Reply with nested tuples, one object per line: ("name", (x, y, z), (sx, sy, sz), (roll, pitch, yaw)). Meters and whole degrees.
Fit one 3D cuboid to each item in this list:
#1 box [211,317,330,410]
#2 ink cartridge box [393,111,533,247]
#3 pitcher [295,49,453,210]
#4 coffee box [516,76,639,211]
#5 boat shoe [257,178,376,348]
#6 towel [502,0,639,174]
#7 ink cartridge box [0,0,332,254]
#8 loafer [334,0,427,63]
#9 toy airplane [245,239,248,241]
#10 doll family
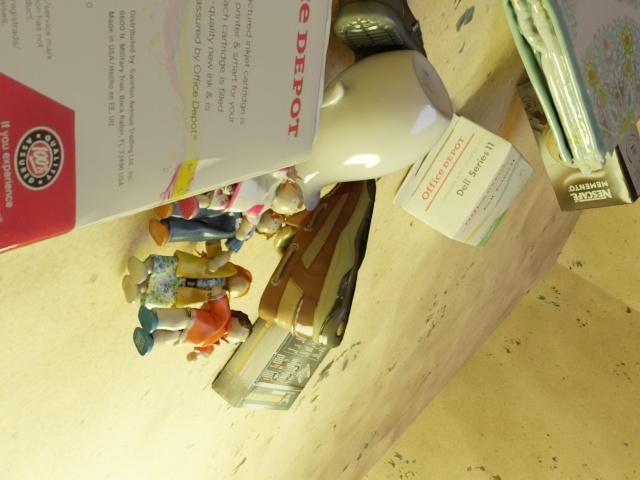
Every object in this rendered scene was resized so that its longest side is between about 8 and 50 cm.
("box", (-0.062, 0.192, 1.187), (0.183, 0.056, 0.231), (-55, 157, 0))
("ink cartridge box", (0.285, -0.108, 1.376), (0.207, 0.119, 0.353), (-59, 157, 10))
("pitcher", (0.022, -0.128, 0.775), (0.207, 0.126, 0.177), (-27, 149, 29))
("coffee box", (0.552, -0.222, 1.485), (0.119, 0.168, 0.297), (-36, 108, -37))
("boat shoe", (0.000, 0.000, 0.932), (0.324, 0.119, 0.123), (-71, 170, -55))
("towel", (0.477, -0.349, 1.263), (0.320, 0.090, 0.375), (-43, 117, -33))
("ink cartridge box", (-0.131, -0.144, 0.467), (0.306, 0.131, 0.226), (-25, 130, -51))
("loafer", (0.077, -0.246, 0.818), (0.251, 0.094, 0.088), (15, 78, -78))
("toy airplane", (-0.067, -0.061, 0.876), (0.151, 0.028, 0.151), (-42, 152, -29))
("doll family", (-0.114, 0.003, 0.780), (0.163, 0.118, 0.263), (3, 119, -43))
